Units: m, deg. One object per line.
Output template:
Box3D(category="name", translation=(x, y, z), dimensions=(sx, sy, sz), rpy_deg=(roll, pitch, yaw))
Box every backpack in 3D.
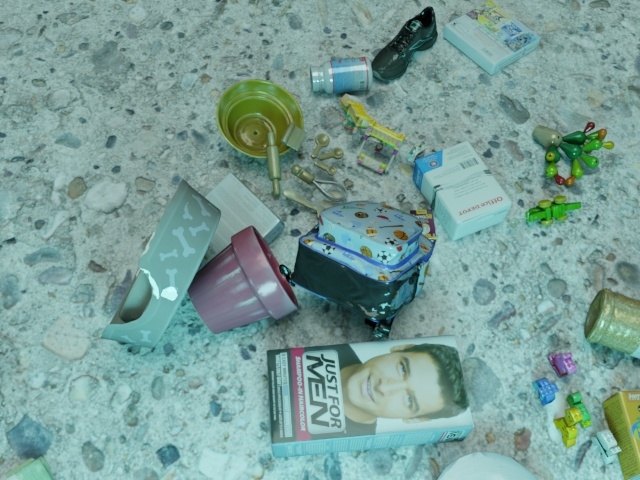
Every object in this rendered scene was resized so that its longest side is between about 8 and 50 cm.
Box3D(category="backpack", translation=(0.101, 0.033, 1.308), dimensions=(0.276, 0.213, 0.263), rpy_deg=(29, 24, 24))

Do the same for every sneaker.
Box3D(category="sneaker", translation=(0.230, -0.549, 1.755), dimensions=(0.101, 0.106, 0.267), rpy_deg=(35, 66, 18))

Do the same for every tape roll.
Box3D(category="tape roll", translation=(0.300, 0.497, 1.134), dimensions=(0.219, 0.072, 0.219), rpy_deg=(0, 59, 0))

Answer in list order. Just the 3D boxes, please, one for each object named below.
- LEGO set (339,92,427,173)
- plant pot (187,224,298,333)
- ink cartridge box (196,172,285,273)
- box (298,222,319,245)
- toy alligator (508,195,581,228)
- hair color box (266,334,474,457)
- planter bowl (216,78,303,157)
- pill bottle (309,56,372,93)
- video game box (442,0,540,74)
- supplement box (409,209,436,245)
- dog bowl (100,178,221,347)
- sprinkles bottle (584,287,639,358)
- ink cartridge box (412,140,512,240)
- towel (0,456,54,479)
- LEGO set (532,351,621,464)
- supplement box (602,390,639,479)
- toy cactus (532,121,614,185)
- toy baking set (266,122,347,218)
Box3D(category="LEGO set", translation=(0.121, -0.262, 1.604), dimensions=(0.287, 0.107, 0.132), rpy_deg=(39, 31, 26))
Box3D(category="plant pot", translation=(-0.170, 0.096, 1.319), dimensions=(0.180, 0.201, 0.201), rpy_deg=(-29, 62, 0))
Box3D(category="ink cartridge box", translation=(-0.227, -0.019, 1.473), dimensions=(0.232, 0.066, 0.189), rpy_deg=(-46, 67, -1))
Box3D(category="box", translation=(0.000, 0.000, 1.467), dimensions=(0.067, 0.018, 0.083), rpy_deg=(39, 66, 21))
Box3D(category="toy alligator", translation=(0.519, -0.067, 1.494), dimensions=(0.189, 0.056, 0.051), rpy_deg=(-15, 18, -8))
Box3D(category="hair color box", translation=(0.087, 0.301, 1.229), dimensions=(0.374, 0.114, 0.186), rpy_deg=(-4, 58, -3))
Box3D(category="planter bowl", translation=(-0.157, -0.287, 1.586), dimensions=(0.217, 0.090, 0.217), rpy_deg=(5, 71, -14))
Box3D(category="pill bottle", translation=(0.054, -0.440, 1.697), dimensions=(0.160, 0.087, 0.087), rpy_deg=(-7, 59, -5))
Box3D(category="video game box", translation=(0.486, -0.582, 1.808), dimensions=(0.187, 0.048, 0.205), rpy_deg=(-33, 64, -17))
Box3D(category="supplement box", translation=(0.236, -0.026, 1.470), dimensions=(0.054, 0.043, 0.083), rpy_deg=(-3, 58, 0))
Box3D(category="dog bowl", translation=(-0.309, 0.055, 1.260), dimensions=(0.102, 0.349, 0.349), rpy_deg=(27, 59, -13))
Box3D(category="sprinkles bottle", translation=(0.731, 0.209, 1.283), dimensions=(0.355, 0.121, 0.121), rpy_deg=(19, 60, 12))
Box3D(category="ink cartridge box", translation=(0.331, -0.118, 1.501), dimensions=(0.148, 0.086, 0.203), rpy_deg=(-20, 62, -12))
Box3D(category="towel", translation=(-0.588, 0.572, 1.109), dimensions=(0.324, 0.038, 0.248), rpy_deg=(-33, 65, -20))
Box3D(category="LEGO set", translation=(0.490, 0.321, 1.228), dimensions=(0.086, 0.093, 0.227), rpy_deg=(-16, 60, -10))
Box3D(category="supplement box", translation=(0.610, 0.403, 1.189), dimensions=(0.077, 0.080, 0.234), rpy_deg=(-2, 56, -4))
Box3D(category="toy cactus", translation=(0.609, -0.236, 1.576), dimensions=(0.219, 0.112, 0.180), rpy_deg=(-41, 57, -13))
Box3D(category="toy baking set", translation=(-0.032, -0.166, 1.514), dimensions=(0.196, 0.030, 0.257), rpy_deg=(2, 71, -15))
